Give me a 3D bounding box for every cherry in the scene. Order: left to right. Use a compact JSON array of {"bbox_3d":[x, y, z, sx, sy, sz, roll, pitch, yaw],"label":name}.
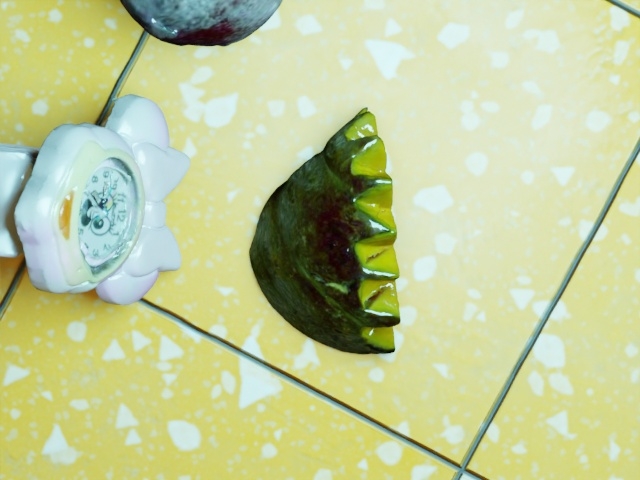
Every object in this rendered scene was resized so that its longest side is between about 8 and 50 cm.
[{"bbox_3d":[-0.124,-0.280,1.650,0.195,0.195,0.195,0,94,0],"label":"cherry"}]

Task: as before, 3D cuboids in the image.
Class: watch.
[{"bbox_3d":[-0.280,-0.050,1.677,0.218,0.248,0.210,10,96,26],"label":"watch"}]

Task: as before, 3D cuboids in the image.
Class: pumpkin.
[{"bbox_3d":[0.000,0.000,1.695,0.149,0.130,0.253,-5,95,0],"label":"pumpkin"}]
